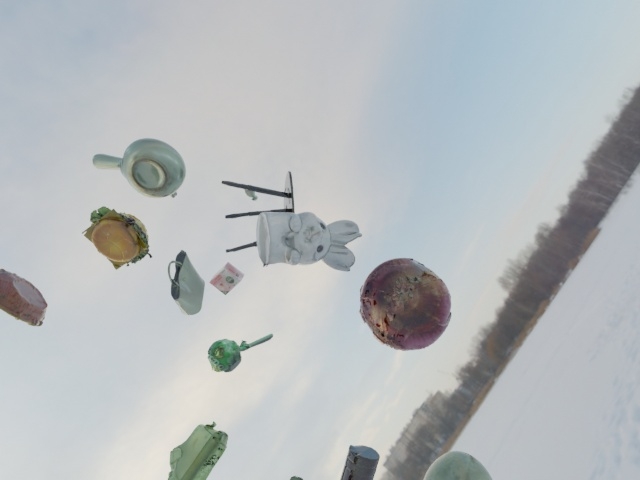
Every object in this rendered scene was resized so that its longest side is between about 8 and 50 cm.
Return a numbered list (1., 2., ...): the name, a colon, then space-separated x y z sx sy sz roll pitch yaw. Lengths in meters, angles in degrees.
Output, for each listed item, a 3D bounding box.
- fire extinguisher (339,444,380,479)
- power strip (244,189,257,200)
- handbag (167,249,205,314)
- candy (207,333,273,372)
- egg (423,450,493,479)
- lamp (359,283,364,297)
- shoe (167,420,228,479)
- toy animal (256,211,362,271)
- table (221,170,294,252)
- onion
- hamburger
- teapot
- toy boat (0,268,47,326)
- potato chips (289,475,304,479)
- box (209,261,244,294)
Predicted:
1. fire extinguisher: 0.053 0.587 1.034 0.072 0.089 0.268 12 -86 -69
2. power strip: -0.339 -0.225 2.261 0.055 0.083 0.035 -42 -3 38
3. handbag: -0.600 0.186 2.081 0.315 0.109 0.241 92 176 -58
4. candy: -0.232 0.326 1.446 0.097 0.097 0.323 -62 -20 12
5. egg: 0.456 0.881 1.545 0.258 0.258 0.352 -3 -80 -59
6. lamp: 0.158 0.155 1.362 0.101 0.090 0.101 -27 -50 -38
7. shoe: -0.380 0.670 1.396 0.262 0.128 0.140 -51 -38 -13
8. toy animal: -0.002 0.002 0.883 0.220 0.104 0.131 3 -12 -23
9. table: -0.230 -0.079 1.732 0.249 0.317 0.317 -4 -44 -10
10. onion: 0.201 0.150 1.122 0.230 0.230 0.163 -54 -13 -4
11. hamburger: -0.561 -0.015 1.314 0.093 0.164 0.190 -79 -33 -59
12. teapot: -0.608 -0.266 1.575 0.149 0.318 0.220 -83 19 -58
13. toy boat: -0.876 0.167 1.348 0.099 0.141 0.318 -17 -30 -2
14. potato chips: -0.087 0.938 1.635 0.228 0.059 0.167 -39 -56 -85
15. box: -0.379 0.155 1.895 0.125 0.089 0.043 -42 16 34
